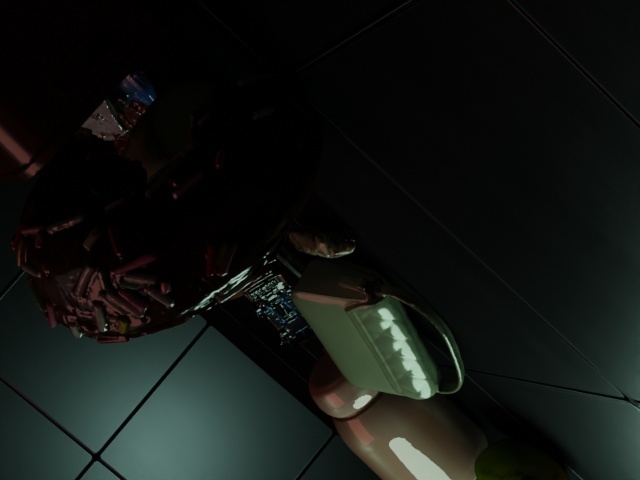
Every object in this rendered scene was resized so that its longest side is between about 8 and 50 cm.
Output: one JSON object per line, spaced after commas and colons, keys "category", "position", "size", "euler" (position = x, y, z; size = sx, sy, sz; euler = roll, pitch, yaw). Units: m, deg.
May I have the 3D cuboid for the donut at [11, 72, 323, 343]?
{"category": "donut", "position": [-0.178, -0.024, 1.317], "size": [0.345, 0.259, 0.136], "euler": [-12, 128, 35]}

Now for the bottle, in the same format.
{"category": "bottle", "position": [0.113, 0.272, 2.089], "size": [0.297, 0.173, 0.206], "euler": [44, -158, -21]}

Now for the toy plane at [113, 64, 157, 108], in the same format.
{"category": "toy plane", "position": [-0.222, -0.186, 1.688], "size": [0.062, 0.054, 0.167], "euler": [-17, 126, 46]}

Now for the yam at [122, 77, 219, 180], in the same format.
{"category": "yam", "position": [-0.161, -0.111, 1.568], "size": [0.238, 0.128, 0.129], "euler": [156, 99, -72]}

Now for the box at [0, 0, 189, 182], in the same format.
{"category": "box", "position": [-0.320, -0.225, 1.364], "size": [0.229, 0.239, 0.339], "euler": [46, 168, -15]}

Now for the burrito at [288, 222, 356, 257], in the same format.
{"category": "burrito", "position": [0.000, 0.002, 1.685], "size": [0.051, 0.042, 0.171], "euler": [12, -178, -16]}

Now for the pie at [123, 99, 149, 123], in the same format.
{"category": "pie", "position": [-0.213, -0.154, 1.806], "size": [0.154, 0.036, 0.154], "euler": [37, 168, 9]}

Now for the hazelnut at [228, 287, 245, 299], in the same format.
{"category": "hazelnut", "position": [-0.141, 0.025, 2.031], "size": [0.143, 0.143, 0.154], "euler": [37, 158, 17]}

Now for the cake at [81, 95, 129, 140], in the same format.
{"category": "cake", "position": [-0.361, -0.221, 1.772], "size": [0.116, 0.112, 0.295], "euler": [55, -178, -44]}

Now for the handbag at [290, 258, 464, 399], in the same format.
{"category": "handbag", "position": [0.095, 0.126, 1.770], "size": [0.219, 0.079, 0.256], "euler": [10, 147, 35]}

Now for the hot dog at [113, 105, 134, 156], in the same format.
{"category": "hot dog", "position": [-0.271, -0.138, 1.925], "size": [0.099, 0.065, 0.147], "euler": [104, 143, -77]}

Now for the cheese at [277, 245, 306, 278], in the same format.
{"category": "cheese", "position": [0.007, 0.081, 1.962], "size": [0.235, 0.050, 0.127], "euler": [43, 172, 25]}

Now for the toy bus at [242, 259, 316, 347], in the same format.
{"category": "toy bus", "position": [-0.064, 0.086, 1.980], "size": [0.096, 0.073, 0.235], "euler": [59, -179, 34]}

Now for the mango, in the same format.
{"category": "mango", "position": [0.295, 0.352, 1.925], "size": [0.125, 0.111, 0.233], "euler": [45, 170, 0]}
